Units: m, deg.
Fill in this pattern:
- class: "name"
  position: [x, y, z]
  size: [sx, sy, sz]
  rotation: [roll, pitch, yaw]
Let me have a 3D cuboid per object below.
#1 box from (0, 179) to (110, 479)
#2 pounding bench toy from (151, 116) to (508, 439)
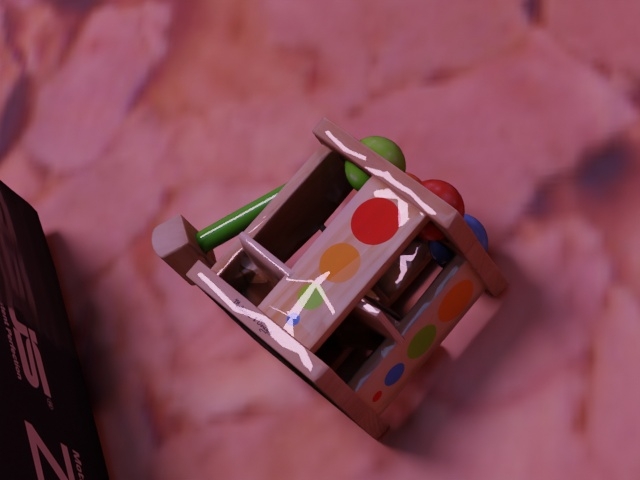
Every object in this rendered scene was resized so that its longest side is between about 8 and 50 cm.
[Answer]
- class: "box"
  position: [-0.231, 0.183, 0.495]
  size: [0.395, 0.097, 0.318]
  rotation: [-25, 62, 10]
- class: "pounding bench toy"
  position: [0.000, 0.000, 0.510]
  size: [0.083, 0.052, 0.065]
  rotation: [37, 84, 31]
